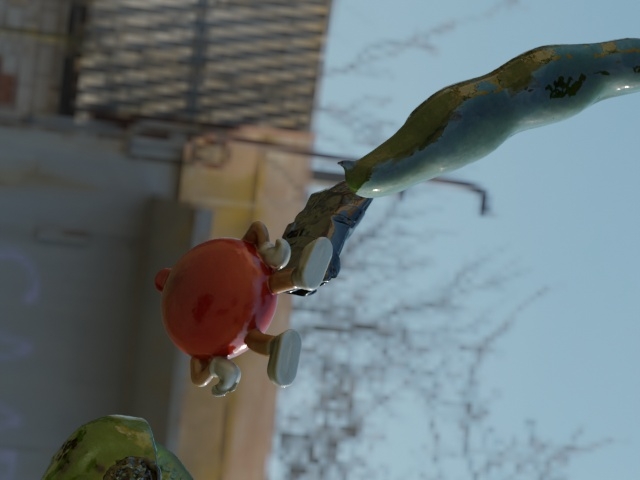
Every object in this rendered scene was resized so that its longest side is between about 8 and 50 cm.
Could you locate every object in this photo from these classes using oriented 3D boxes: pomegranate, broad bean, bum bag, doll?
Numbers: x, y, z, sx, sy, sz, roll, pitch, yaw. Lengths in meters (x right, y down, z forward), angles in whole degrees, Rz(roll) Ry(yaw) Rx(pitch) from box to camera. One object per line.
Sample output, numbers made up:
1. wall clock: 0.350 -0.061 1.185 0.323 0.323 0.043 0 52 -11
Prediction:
1. pomegranate: -0.163 0.205 1.466 0.169 0.122 0.143 50 40 -72
2. broad bean: 0.139 -0.096 1.270 0.043 0.297 0.060 21 -51 63
3. bum bag: 0.000 0.000 2.039 0.049 0.087 0.197 63 35 -27
4. doll: -0.088 0.070 1.941 0.217 0.085 0.183 3 -109 42
